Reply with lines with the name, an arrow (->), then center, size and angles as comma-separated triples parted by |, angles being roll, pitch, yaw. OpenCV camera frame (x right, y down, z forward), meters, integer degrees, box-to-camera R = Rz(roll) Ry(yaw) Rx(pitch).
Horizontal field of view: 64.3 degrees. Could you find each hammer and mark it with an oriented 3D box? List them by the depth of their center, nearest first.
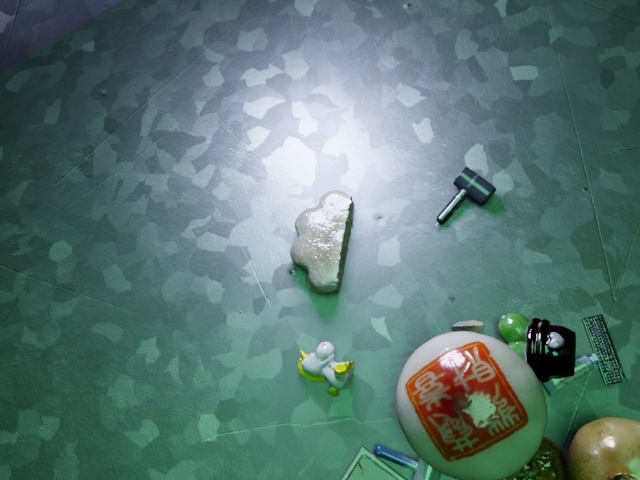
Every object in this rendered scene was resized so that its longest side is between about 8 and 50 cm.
hammer -> 0.243, 0.621, 1.434 | 0.194, 0.069, 0.116 | 17, 77, 15

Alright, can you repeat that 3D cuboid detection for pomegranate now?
pomegranate -> 0.762, 0.598, 1.264 | 0.319, 0.319, 0.319 | -1, 74, 5

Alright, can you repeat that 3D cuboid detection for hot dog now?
hot dog -> 0.534, 0.614, 1.371 | 0.272, 0.122, 0.196 | 14, 74, 6

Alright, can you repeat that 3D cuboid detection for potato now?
potato -> 0.448, 0.263, 1.538 | 0.093, 0.036, 0.037 | -8, 110, 21

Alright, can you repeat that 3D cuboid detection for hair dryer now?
hair dryer -> 0.446, -0.120, 1.634 | 0.124, 0.071, 0.219 | 42, 88, 14

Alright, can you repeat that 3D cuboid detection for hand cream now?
hand cream -> 0.723, 0.380, 1.470 | 0.171, 0.043, 0.065 | -28, 74, -1

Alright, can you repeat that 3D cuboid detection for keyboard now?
keyboard -> 0.833, 0.319, 1.495 | 0.064, 0.010, 0.198 | -13, 73, 3

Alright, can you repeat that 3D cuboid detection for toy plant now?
toy plant -> 0.592, 0.316, 1.448 | 0.235, 0.175, 0.218 | 0, 64, 34

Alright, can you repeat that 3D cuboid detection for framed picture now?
framed picture -> 0.177, 0.755, 1.424 | 0.290, 0.020, 0.211 | 34, 79, 14

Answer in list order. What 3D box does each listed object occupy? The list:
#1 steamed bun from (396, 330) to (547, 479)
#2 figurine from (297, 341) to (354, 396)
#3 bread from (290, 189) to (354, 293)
steamed bun -> 0.364, 0.411, 1.281 | 0.375, 0.241, 0.374 | -9, 70, 25
figurine -> 0.012, 0.375, 1.516 | 0.178, 0.109, 0.129 | 35, 102, 17
bread -> 0.002, -0.001, 1.616 | 0.183, 0.102, 0.337 | 8, 74, 7
